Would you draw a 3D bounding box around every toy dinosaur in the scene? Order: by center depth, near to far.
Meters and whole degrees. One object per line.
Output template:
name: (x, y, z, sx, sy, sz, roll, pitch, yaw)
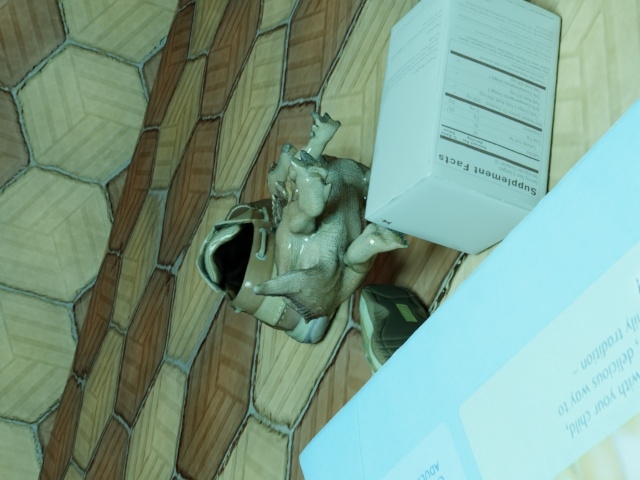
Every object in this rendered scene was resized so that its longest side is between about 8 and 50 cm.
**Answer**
toy dinosaur: (0.000, 0.000, 1.116, 0.200, 0.127, 0.296, -58, 9, 39)

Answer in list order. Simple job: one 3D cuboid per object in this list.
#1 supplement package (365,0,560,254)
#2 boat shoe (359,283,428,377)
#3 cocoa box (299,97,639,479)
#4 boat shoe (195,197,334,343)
supplement package: (0.112, -0.097, 0.981, 0.105, 0.105, 0.179, -34, 43, 59)
boat shoe: (0.067, 0.100, 1.022, 0.190, 0.068, 0.072, -99, 18, -72)
cocoa box: (0.188, 0.076, 0.371, 0.347, 0.228, 0.231, -52, 49, 45)
boat shoe: (-0.072, 0.012, 1.368, 0.324, 0.116, 0.123, -144, 72, -69)
